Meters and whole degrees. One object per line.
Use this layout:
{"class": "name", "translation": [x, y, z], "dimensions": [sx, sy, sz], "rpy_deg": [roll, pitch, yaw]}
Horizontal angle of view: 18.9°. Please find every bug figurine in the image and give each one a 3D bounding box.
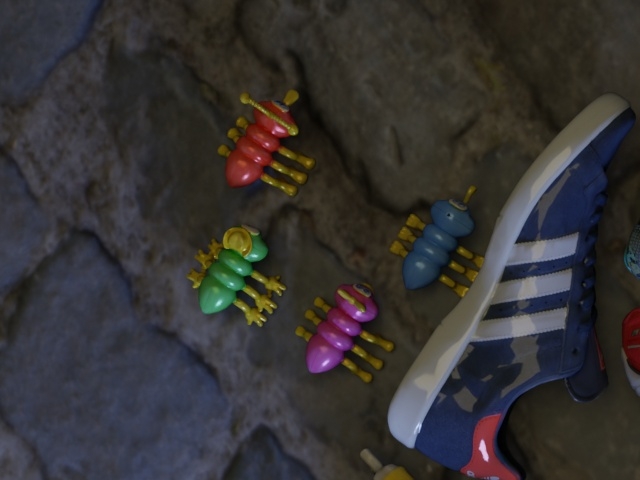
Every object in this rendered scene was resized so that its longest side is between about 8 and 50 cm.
{"class": "bug figurine", "translation": [0.000, 0.000, 1.716], "dimensions": [0.279, 0.072, 0.216], "rpy_deg": [29, 92, 17]}

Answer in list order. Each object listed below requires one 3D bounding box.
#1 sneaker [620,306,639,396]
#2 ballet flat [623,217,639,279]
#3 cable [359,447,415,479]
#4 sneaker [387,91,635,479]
{"class": "sneaker", "translation": [0.378, 0.047, 1.592], "dimensions": [0.279, 0.107, 0.118], "rpy_deg": [-23, 67, 9]}
{"class": "ballet flat", "translation": [0.320, -0.047, 1.616], "dimensions": [0.070, 0.070, 0.188], "rpy_deg": [20, 76, 17]}
{"class": "cable", "translation": [0.121, 0.302, 1.639], "dimensions": [0.287, 0.072, 0.139], "rpy_deg": [28, 92, 23]}
{"class": "sneaker", "translation": [0.202, 0.049, 1.633], "dimensions": [0.148, 0.131, 0.350], "rpy_deg": [31, 99, 12]}
